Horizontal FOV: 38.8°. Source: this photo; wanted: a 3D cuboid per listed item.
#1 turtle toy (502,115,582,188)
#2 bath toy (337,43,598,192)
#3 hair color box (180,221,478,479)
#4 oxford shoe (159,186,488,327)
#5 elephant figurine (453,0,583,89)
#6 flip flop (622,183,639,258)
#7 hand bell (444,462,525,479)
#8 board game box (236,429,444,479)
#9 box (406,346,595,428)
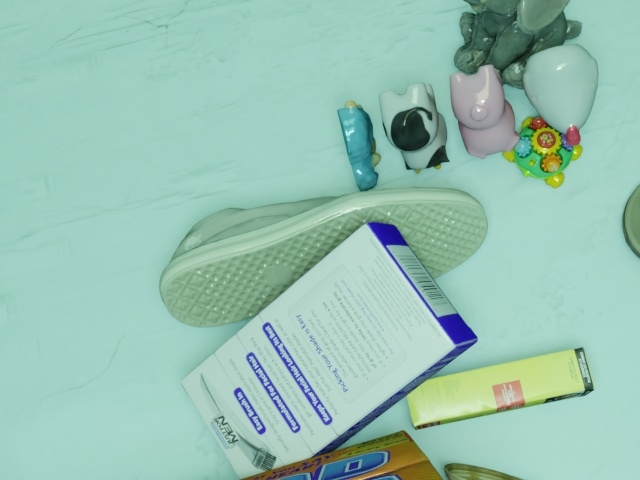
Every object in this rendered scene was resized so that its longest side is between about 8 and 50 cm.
[{"bbox_3d":[0.319,-0.142,1.266,0.095,0.066,0.130,33,81,14],"label":"turtle toy"},{"bbox_3d":[0.202,-0.159,1.224,0.348,0.151,0.129,-13,90,20],"label":"bath toy"},{"bbox_3d":[0.005,0.153,1.146,0.339,0.110,0.185,-40,73,18],"label":"hair color box"},{"bbox_3d":[0.000,0.000,1.236,0.449,0.169,0.130,-13,35,2],"label":"oxford shoe"},{"bbox_3d":[0.259,-0.331,1.225,0.169,0.239,0.186,13,55,19],"label":"elephant figurine"},{"bbox_3d":[0.514,-0.081,1.217,0.277,0.080,0.112,-42,74,-5],"label":"flip flop"},{"bbox_3d":[0.187,0.412,1.126,0.126,0.126,0.242,13,88,11],"label":"hand bell"},{"bbox_3d":[-0.010,0.441,0.916,0.356,0.356,0.357,-16,90,-3],"label":"board game box"},{"bbox_3d":[0.228,0.193,1.177,0.232,0.087,0.058,-12,74,3],"label":"box"}]
